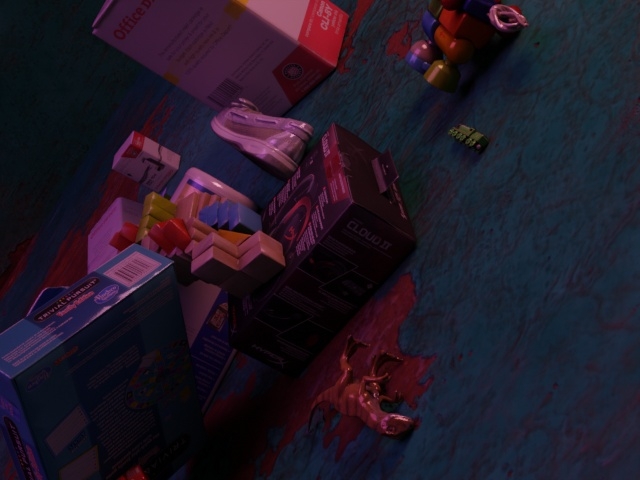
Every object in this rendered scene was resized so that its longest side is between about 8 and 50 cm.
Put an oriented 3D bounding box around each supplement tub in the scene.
[{"bbox_3d":[-0.216,-0.012,1.684,0.200,0.144,0.144,-60,23,0],"label":"supplement tub"}]

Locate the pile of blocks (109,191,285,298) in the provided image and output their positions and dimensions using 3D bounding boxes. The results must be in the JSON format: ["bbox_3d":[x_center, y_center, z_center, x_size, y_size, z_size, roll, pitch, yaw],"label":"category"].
[{"bbox_3d":[-0.185,-0.016,1.299,0.362,0.112,0.149,2,66,52],"label":"pile of blocks"}]

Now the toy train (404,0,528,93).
[{"bbox_3d":[0.182,-0.251,1.227,0.143,0.105,0.248,-62,21,22],"label":"toy train"}]

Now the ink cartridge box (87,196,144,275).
[{"bbox_3d":[-0.437,0.036,2.097,0.154,0.093,0.212,-43,43,34],"label":"ink cartridge box"}]

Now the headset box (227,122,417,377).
[{"bbox_3d":[0.000,0.000,1.271,0.293,0.110,0.218,-50,25,22],"label":"headset box"}]

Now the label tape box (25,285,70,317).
[{"bbox_3d":[-0.399,0.214,1.596,0.249,0.115,0.347,-61,-12,0],"label":"label tape box"}]

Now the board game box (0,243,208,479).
[{"bbox_3d":[-0.279,0.210,1.236,0.079,0.336,0.254,23,44,32],"label":"board game box"}]

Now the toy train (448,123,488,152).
[{"bbox_3d":[0.181,-0.128,1.175,0.024,0.017,0.083,-47,24,4],"label":"toy train"}]

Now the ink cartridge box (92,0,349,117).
[{"bbox_3d":[-0.186,-0.407,1.790,0.279,0.384,0.160,-32,35,47],"label":"ink cartridge box"}]

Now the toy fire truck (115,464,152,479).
[{"bbox_3d":[-0.240,0.401,1.245,0.135,0.192,0.047,-33,21,-11],"label":"toy fire truck"}]

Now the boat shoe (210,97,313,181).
[{"bbox_3d":[-0.106,-0.193,1.728,0.103,0.118,0.320,-53,27,0],"label":"boat shoe"}]

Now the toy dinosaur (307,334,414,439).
[{"bbox_3d":[0.031,0.168,1.067,0.211,0.064,0.112,-2,62,64],"label":"toy dinosaur"}]

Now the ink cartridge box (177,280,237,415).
[{"bbox_3d":[-0.206,0.140,1.455,0.333,0.165,0.065,-62,25,-8],"label":"ink cartridge box"}]

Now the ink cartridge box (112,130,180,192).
[{"bbox_3d":[-0.427,-0.191,2.348,0.099,0.135,0.056,-45,30,32],"label":"ink cartridge box"}]

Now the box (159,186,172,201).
[{"bbox_3d":[-0.395,-0.034,2.210,0.178,0.042,0.109,-39,31,38],"label":"box"}]
